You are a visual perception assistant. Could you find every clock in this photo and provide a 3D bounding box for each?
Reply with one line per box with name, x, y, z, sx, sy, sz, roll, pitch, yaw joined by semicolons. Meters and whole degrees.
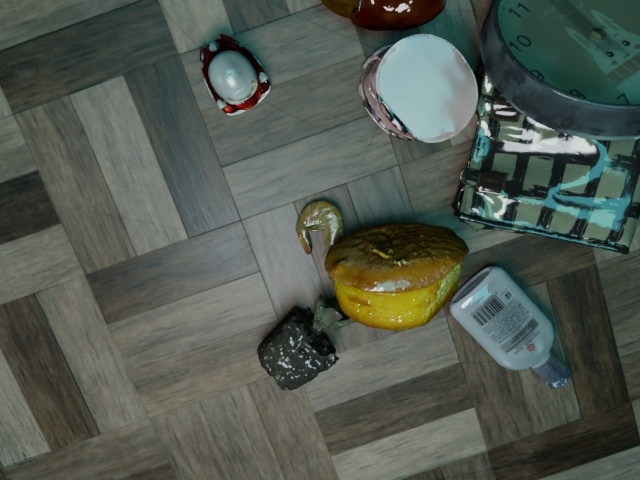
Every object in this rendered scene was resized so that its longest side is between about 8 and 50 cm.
clock;0.470;-0.347;0.976;0.385;0.076;0.387;-1;65;1

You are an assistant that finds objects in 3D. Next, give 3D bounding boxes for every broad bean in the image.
broad bean;0.106;-0.434;1.004;0.228;0.156;0.122;0;99;-9

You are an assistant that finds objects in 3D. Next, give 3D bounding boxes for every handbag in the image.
handbag;0.176;-0.276;1.060;0.179;0.116;0.205;-43;101;6
handbag;0.432;-0.158;1.078;0.326;0.162;0.326;8;99;1

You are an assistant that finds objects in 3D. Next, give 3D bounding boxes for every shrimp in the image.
shrimp;-0.001;0.002;1.144;0.095;0.045;0.163;-2;104;-2

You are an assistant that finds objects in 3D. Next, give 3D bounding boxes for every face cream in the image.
face cream;0.404;0.190;1.190;0.291;0.071;0.144;44;97;-9

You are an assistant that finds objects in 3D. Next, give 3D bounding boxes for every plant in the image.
plant;-0.021;0.195;1.142;0.131;0.142;0.203;44;105;-1

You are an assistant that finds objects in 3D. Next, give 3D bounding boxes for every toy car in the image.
toy car;-0.162;-0.301;1.039;0.112;0.112;0.139;-32;102;4

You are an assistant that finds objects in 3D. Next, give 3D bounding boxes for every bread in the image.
bread;0.135;0.054;1.066;0.268;0.268;0.146;-6;114;-2
